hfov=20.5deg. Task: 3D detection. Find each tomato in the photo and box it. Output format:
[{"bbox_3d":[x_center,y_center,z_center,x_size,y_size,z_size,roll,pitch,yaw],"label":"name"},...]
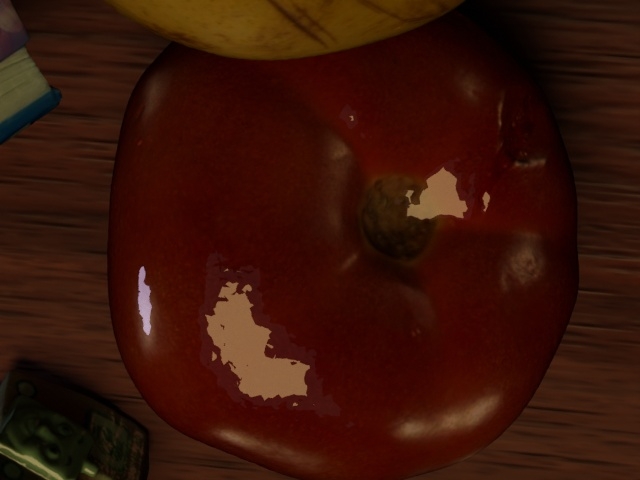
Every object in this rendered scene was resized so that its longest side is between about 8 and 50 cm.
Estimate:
[{"bbox_3d":[0.000,0.000,1.045,0.298,0.298,0.226,39,165,-19],"label":"tomato"}]

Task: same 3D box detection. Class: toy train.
[{"bbox_3d":[-0.249,0.241,1.356,0.159,0.129,0.326,24,128,-16],"label":"toy train"}]

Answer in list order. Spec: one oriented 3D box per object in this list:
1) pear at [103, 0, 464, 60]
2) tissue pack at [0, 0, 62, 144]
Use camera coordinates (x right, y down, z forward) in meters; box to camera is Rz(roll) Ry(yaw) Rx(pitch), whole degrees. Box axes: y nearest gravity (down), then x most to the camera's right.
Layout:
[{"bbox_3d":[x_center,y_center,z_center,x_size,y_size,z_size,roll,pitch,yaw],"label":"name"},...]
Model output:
[{"bbox_3d":[-0.026,-0.222,0.860,0.280,0.281,0.281,5,129,7],"label":"pear"},{"bbox_3d":[-0.307,-0.079,0.987,0.263,0.198,0.146,-35,120,-17],"label":"tissue pack"}]
